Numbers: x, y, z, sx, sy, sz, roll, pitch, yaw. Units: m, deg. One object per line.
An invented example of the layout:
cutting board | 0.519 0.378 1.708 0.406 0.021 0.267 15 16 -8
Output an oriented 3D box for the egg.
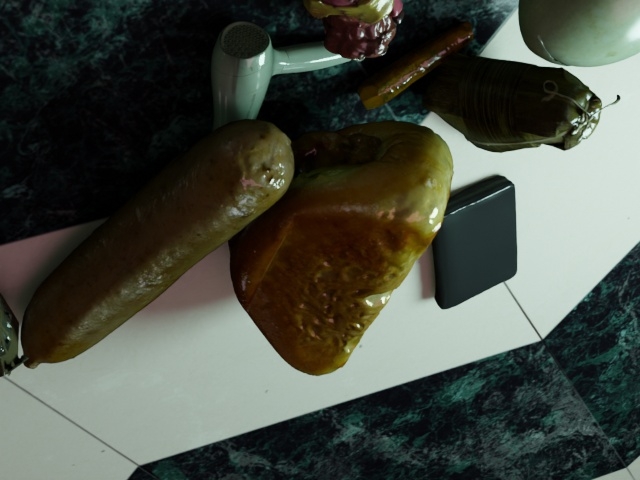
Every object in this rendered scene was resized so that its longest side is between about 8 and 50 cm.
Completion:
egg | 0.354 -0.316 1.568 0.253 0.186 0.186 -36 141 19

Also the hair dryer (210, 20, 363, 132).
hair dryer | -0.030 -0.198 1.598 0.237 0.075 0.206 -20 149 -22

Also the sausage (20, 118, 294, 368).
sausage | -0.217 0.007 1.634 0.123 0.136 0.501 39 122 -23

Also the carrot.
carrot | 0.124 -0.227 1.658 0.171 0.042 0.042 -33 141 4

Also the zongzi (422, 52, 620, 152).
zongzi | 0.292 -0.154 1.702 0.241 0.248 0.111 30 79 -52

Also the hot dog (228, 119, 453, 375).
hot dog | 0.001 -0.001 1.692 0.223 0.185 0.405 21 134 -10

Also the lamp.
lamp | 0.027 -0.319 1.446 0.118 0.118 0.253 -24 138 -4

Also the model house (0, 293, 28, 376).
model house | -0.475 0.164 1.566 0.181 0.248 0.176 -22 131 6

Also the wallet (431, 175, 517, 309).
wallet | 0.237 0.006 1.983 0.149 0.044 0.250 -25 141 -9
